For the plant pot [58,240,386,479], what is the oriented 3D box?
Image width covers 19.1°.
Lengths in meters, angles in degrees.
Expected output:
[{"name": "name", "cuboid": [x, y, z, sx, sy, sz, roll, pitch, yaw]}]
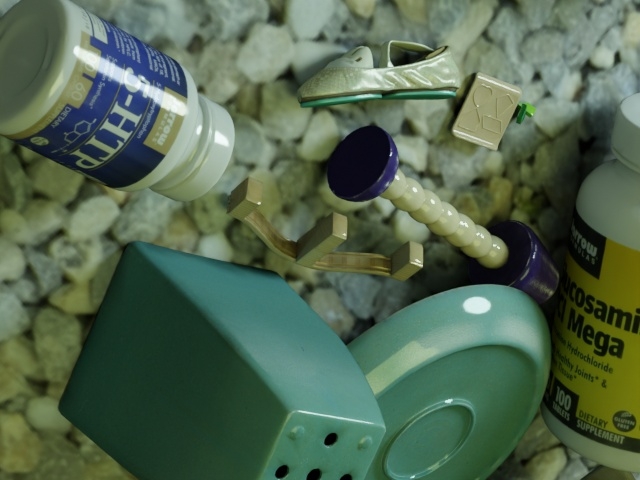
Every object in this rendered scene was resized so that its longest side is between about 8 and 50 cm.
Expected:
[{"name": "plant pot", "cuboid": [-0.068, 0.136, 1.548, 0.165, 0.234, 0.165, 14, 106, -40]}]

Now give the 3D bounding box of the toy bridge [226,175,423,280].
[{"name": "toy bridge", "cuboid": [0.000, 0.000, 1.636, 0.188, 0.026, 0.063, 22, 142, -27]}]

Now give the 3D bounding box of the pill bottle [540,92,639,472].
[{"name": "pill bottle", "cuboid": [0.323, 0.038, 1.806, 0.188, 0.188, 0.334, -10, 119, -32]}]

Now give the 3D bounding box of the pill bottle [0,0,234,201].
[{"name": "pill bottle", "cuboid": [-0.158, -0.100, 1.435, 0.187, 0.112, 0.112, 26, 98, -42]}]

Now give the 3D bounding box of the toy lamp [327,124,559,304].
[{"name": "toy lamp", "cuboid": [0.120, -0.014, 1.706, 0.275, 0.080, 0.080, 34, 93, -42]}]

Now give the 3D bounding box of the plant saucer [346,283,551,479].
[{"name": "plant saucer", "cuboid": [0.092, 0.174, 1.759, 0.318, 0.043, 0.317, -24, 142, -20]}]

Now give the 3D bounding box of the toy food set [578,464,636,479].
[{"name": "toy food set", "cuboid": [0.176, 0.354, 1.812, 0.306, 0.092, 0.220, -52, -178, -40]}]

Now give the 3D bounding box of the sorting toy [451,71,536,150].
[{"name": "sorting toy", "cuboid": [0.158, -0.114, 1.720, 0.083, 0.012, 0.062, 16, 99, -37]}]

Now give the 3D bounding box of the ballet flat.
[{"name": "ballet flat", "cuboid": [0.046, -0.142, 1.608, 0.168, 0.057, 0.052, -7, 90, -37]}]
